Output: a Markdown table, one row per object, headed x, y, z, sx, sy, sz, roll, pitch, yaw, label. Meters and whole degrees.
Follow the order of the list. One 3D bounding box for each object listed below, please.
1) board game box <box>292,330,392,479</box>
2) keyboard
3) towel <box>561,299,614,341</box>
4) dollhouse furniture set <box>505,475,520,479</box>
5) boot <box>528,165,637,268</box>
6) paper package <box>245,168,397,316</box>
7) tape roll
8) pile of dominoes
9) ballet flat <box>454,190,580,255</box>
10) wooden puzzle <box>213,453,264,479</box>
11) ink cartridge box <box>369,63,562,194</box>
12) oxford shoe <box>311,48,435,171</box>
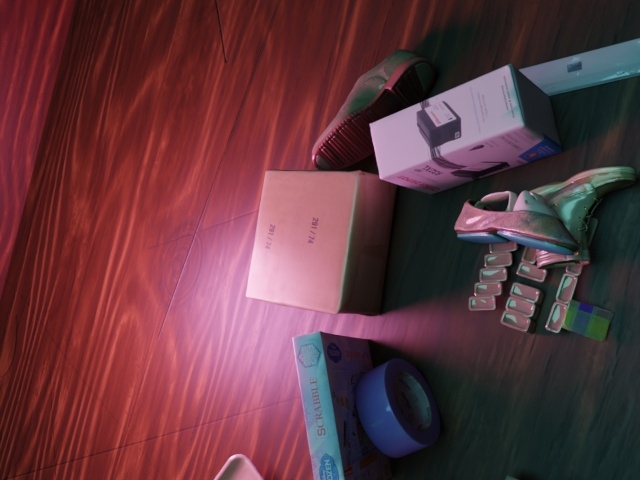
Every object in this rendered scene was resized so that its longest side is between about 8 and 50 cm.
| x | y | z | sx | sy | sz | roll | pitch | yaw | label |
| --- | --- | --- | --- | --- | --- | --- | --- | --- | --- |
| 0.053 | 0.358 | 1.368 | 0.066 | 0.319 | 0.318 | -14 | 74 | 18 | board game box |
| 0.508 | -0.336 | 1.312 | 0.256 | 0.014 | 0.072 | -7 | 75 | 36 | keyboard |
| 0.499 | 0.150 | 1.229 | 0.083 | 0.009 | 0.060 | 18 | 88 | 13 | towel |
| 0.394 | 0.556 | 1.208 | 0.161 | 0.101 | 0.182 | 1 | 59 | 60 | dollhouse furniture set |
| 0.492 | -0.040 | 1.226 | 0.213 | 0.077 | 0.165 | -19 | 64 | 37 | boot |
| 0.000 | 0.000 | 1.553 | 0.309 | 0.168 | 0.324 | 6 | 88 | 39 | paper package |
| 0.162 | 0.347 | 1.368 | 0.080 | 0.189 | 0.189 | -34 | 65 | 30 | tape roll |
| 0.425 | 0.057 | 1.320 | 0.196 | 0.040 | 0.251 | 18 | 87 | 38 | pile of dominoes |
| 0.366 | -0.042 | 1.246 | 0.316 | 0.108 | 0.106 | 12 | 84 | 63 | ballet flat |
| -0.171 | 0.761 | 1.642 | 0.348 | 0.080 | 0.322 | 44 | 110 | 28 | wooden puzzle |
| 0.291 | -0.208 | 1.324 | 0.307 | 0.223 | 0.129 | -18 | 74 | 34 | ink cartridge box |
| 0.106 | -0.302 | 1.534 | 0.348 | 0.123 | 0.130 | -41 | 44 | 4 | oxford shoe |
